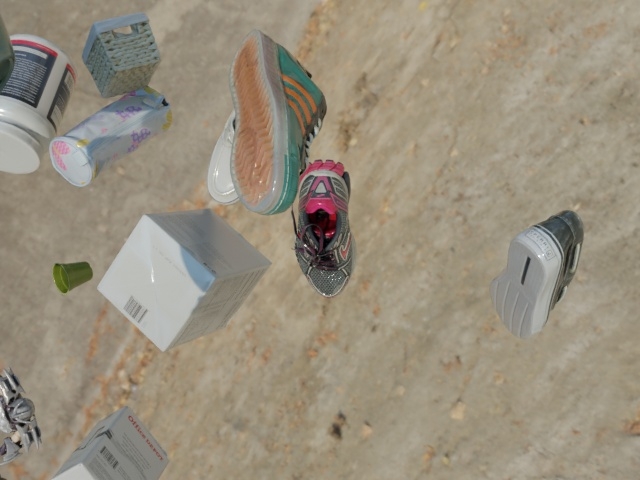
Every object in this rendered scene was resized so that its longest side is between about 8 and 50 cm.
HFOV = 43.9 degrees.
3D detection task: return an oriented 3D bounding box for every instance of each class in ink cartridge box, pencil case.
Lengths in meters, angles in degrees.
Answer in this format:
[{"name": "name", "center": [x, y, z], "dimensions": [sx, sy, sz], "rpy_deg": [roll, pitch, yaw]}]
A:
[{"name": "ink cartridge box", "center": [-0.393, 0.435, 1.509], "dimensions": [0.085, 0.148, 0.203], "rpy_deg": [-31, 10, 19]}, {"name": "pencil case", "center": [-0.426, -0.218, 1.638], "dimensions": [0.124, 0.114, 0.273], "rpy_deg": [4, 35, 36]}]

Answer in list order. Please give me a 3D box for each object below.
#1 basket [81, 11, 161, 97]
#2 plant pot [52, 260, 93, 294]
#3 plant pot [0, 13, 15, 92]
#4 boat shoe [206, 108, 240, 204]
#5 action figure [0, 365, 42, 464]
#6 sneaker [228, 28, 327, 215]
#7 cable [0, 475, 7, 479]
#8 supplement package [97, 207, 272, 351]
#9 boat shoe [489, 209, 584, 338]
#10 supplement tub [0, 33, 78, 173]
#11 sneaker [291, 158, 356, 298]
[{"name": "basket", "center": [-0.395, -0.364, 1.581], "dimensions": [0.113, 0.103, 0.167], "rpy_deg": [-21, -3, -26]}, {"name": "plant pot", "center": [-0.626, 0.087, 2.023], "dimensions": [0.083, 0.079, 0.083], "rpy_deg": [16, 114, 40]}, {"name": "plant pot", "center": [-0.560, -0.270, 1.135], "dimensions": [0.290, 0.195, 0.290], "rpy_deg": [-52, 10, 13]}, {"name": "boat shoe", "center": [-0.114, -0.177, 1.304], "dimensions": [0.268, 0.096, 0.088], "rpy_deg": [-55, -6, 11]}, {"name": "action figure", "center": [-0.629, 0.330, 1.506], "dimensions": [0.284, 0.099, 0.186], "rpy_deg": [-10, 92, 39]}, {"name": "sneaker", "center": [-0.041, -0.146, 1.012], "dimensions": [0.108, 0.121, 0.302], "rpy_deg": [-43, 39, 37]}, {"name": "cable", "center": [-0.432, 0.318, 0.920], "dimensions": [0.150, 0.047, 0.185], "rpy_deg": [-46, -25, -45]}, {"name": "supplement package", "center": [-0.275, 0.073, 1.657], "dimensions": [0.198, 0.199, 0.262], "rpy_deg": [-54, -14, 17]}, {"name": "boat shoe", "center": [0.373, 0.066, 1.332], "dimensions": [0.119, 0.335, 0.121], "rpy_deg": [-30, 67, -12]}, {"name": "supplement tub", "center": [-0.673, -0.308, 1.789], "dimensions": [0.191, 0.191, 0.272], "rpy_deg": [-27, 44, 46]}, {"name": "sneaker", "center": [0.000, 0.000, 1.436], "dimensions": [0.120, 0.299, 0.112], "rpy_deg": [-1, 44, 6]}]
